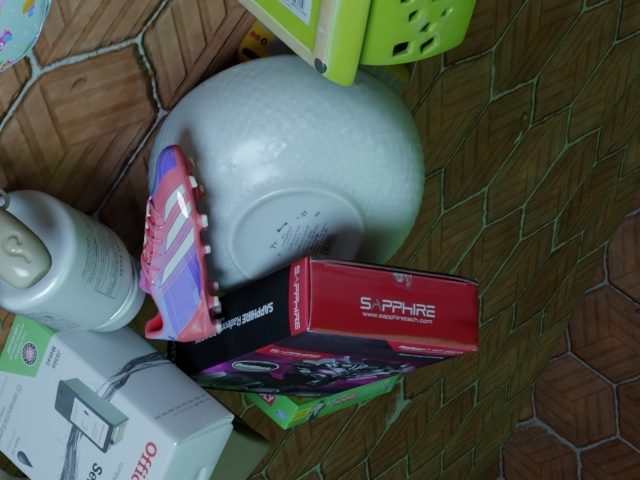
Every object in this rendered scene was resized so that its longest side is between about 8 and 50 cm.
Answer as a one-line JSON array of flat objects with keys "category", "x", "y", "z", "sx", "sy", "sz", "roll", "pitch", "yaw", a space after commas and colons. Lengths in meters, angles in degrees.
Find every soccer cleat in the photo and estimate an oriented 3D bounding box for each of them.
[{"category": "soccer cleat", "x": -0.169, "y": 0.010, "z": 1.670, "sx": 0.095, "sy": 0.083, "sz": 0.248, "roll": -8, "pitch": 122, "yaw": -2}]

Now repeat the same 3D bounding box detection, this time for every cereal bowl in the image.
[{"category": "cereal bowl", "x": -0.036, "y": -0.046, "z": 1.759, "sx": 0.339, "sy": 0.141, "sz": 0.339, "roll": -4, "pitch": 131, "yaw": -5}]

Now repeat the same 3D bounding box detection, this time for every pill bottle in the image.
[{"category": "pill bottle", "x": -0.284, "y": 0.033, "z": 1.647, "sx": 0.131, "sy": 0.131, "sz": 0.229, "roll": -52, "pitch": 159, "yaw": 0}]

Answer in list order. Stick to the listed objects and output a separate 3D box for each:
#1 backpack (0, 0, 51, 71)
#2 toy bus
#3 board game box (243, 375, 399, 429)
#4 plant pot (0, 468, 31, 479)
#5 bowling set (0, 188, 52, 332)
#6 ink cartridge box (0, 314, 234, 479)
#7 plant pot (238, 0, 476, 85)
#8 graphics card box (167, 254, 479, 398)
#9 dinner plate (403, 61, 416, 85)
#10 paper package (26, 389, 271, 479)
[{"category": "backpack", "x": -0.303, "y": -0.221, "z": 1.229, "sx": 0.188, "sy": 0.144, "sz": 0.165, "roll": -32, "pitch": 145, "yaw": -46}, {"category": "toy bus", "x": 0.016, "y": -0.208, "z": 1.904, "sx": 0.130, "sy": 0.108, "sz": 0.333, "roll": -58, "pitch": 157, "yaw": 7}, {"category": "board game box", "x": -0.038, "y": 0.174, "z": 2.225, "sx": 0.317, "sy": 0.213, "sz": 0.046, "roll": -9, "pitch": 132, "yaw": -60}, {"category": "plant pot", "x": -0.424, "y": 0.461, "z": 1.823, "sx": 0.334, "sy": 0.334, "sz": 0.305, "roll": -23, "pitch": 133, "yaw": -50}, {"category": "bowling set", "x": -0.421, "y": 0.074, "z": 1.480, "sx": 0.287, "sy": 0.154, "sz": 0.200, "roll": -41, "pitch": 173, "yaw": -29}, {"category": "ink cartridge box", "x": -0.262, "y": 0.218, "z": 1.777, "sx": 0.115, "sy": 0.273, "sz": 0.198, "roll": -18, "pitch": 140, "yaw": -54}, {"category": "plant pot", "x": 0.034, "y": -0.319, "z": 1.634, "sx": 0.207, "sy": 0.228, "sz": 0.227, "roll": -32, "pitch": 152, "yaw": -29}, {"category": "graphics card box", "x": -0.008, "y": 0.113, "z": 1.781, "sx": 0.233, "sy": 0.094, "sz": 0.371, "roll": 8, "pitch": 163, "yaw": -30}, {"category": "dinner plate", "x": 0.116, "y": -0.278, "z": 2.010, "sx": 0.141, "sy": 0.017, "sz": 0.141, "roll": -174, "pitch": -90, "yaw": -83}, {"category": "paper package", "x": -0.260, "y": 0.350, "z": 2.118, "sx": 0.325, "sy": 0.168, "sz": 0.309, "roll": -52, "pitch": 157, "yaw": -3}]
